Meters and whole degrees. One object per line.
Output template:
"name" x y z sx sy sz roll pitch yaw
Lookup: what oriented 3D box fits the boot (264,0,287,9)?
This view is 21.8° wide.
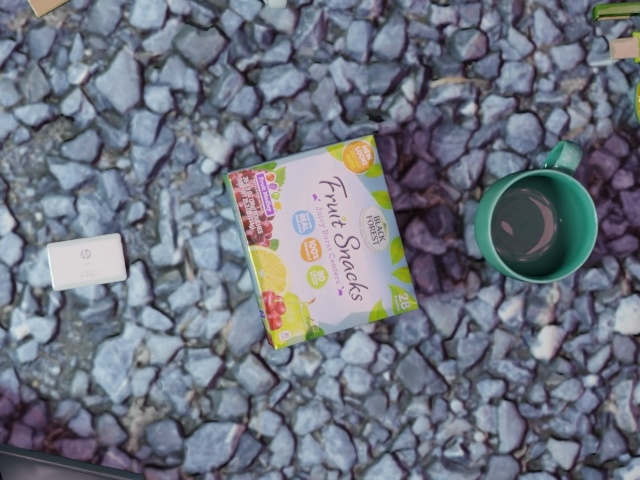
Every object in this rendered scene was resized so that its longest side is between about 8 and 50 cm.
"boot" -0.094 -0.385 1.855 0.123 0.095 0.258 -1 83 -4

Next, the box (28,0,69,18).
"box" -0.273 -0.368 1.852 0.201 0.021 0.164 -32 96 -7

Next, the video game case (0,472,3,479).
"video game case" -0.432 0.261 1.731 0.196 0.274 0.026 -23 130 -8

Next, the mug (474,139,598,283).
"mug" 0.253 -0.024 1.911 0.157 0.097 0.129 -33 96 -8

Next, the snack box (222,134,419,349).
"snack box" 0.000 0.000 1.883 0.174 0.070 0.207 -15 95 -9

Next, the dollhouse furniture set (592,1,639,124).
"dollhouse furniture set" 0.355 -0.201 1.940 0.058 0.076 0.152 -5 91 3

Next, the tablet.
"tablet" -0.263 0.024 1.871 0.083 0.006 0.054 -9 93 -10

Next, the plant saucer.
"plant saucer" -0.297 0.277 1.867 0.192 0.018 0.067 14 89 -11
